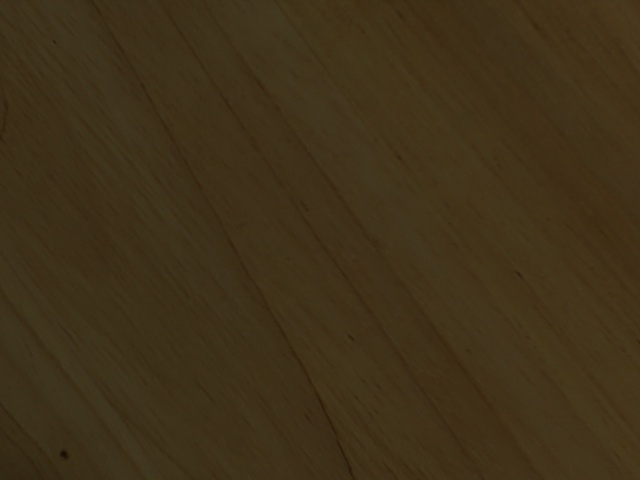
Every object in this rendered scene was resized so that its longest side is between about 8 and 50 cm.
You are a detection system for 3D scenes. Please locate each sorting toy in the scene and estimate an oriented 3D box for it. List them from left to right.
[{"bbox_3d":[0.000,0.000,0.392,0.257,0.255,0.089,54,24,4],"label":"sorting toy"}]
